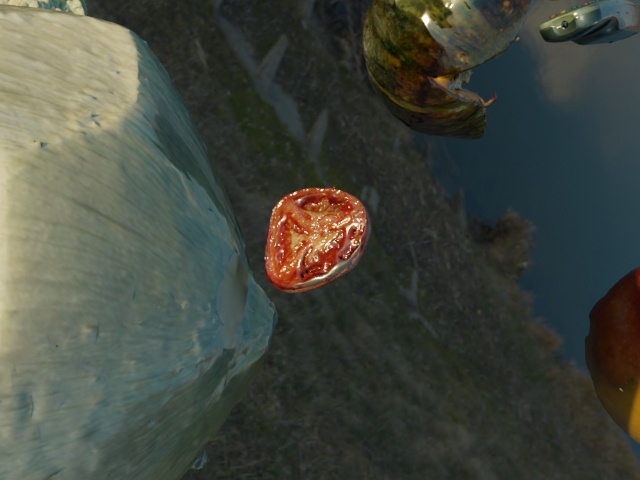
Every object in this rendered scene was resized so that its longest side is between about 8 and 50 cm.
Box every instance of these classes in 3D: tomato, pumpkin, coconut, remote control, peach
[{"bbox_3d":[0.005,0.006,1.425,0.082,0.174,0.166,35,56,-58],"label":"tomato"},{"bbox_3d":[0.086,-0.152,0.653,0.107,0.184,0.119,-8,48,-26],"label":"pumpkin"},{"bbox_3d":[-0.207,0.033,0.525,0.346,0.360,0.347,8,90,-79],"label":"coconut"},{"bbox_3d":[0.318,-0.251,1.048,0.222,0.072,0.042,-19,92,-53],"label":"remote control"},{"bbox_3d":[0.547,0.172,1.273,0.372,0.372,0.290,19,90,-44],"label":"peach"}]

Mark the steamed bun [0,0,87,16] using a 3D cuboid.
[{"bbox_3d":[-0.505,-0.342,1.322,0.272,0.290,0.274,31,36,-35],"label":"steamed bun"}]
